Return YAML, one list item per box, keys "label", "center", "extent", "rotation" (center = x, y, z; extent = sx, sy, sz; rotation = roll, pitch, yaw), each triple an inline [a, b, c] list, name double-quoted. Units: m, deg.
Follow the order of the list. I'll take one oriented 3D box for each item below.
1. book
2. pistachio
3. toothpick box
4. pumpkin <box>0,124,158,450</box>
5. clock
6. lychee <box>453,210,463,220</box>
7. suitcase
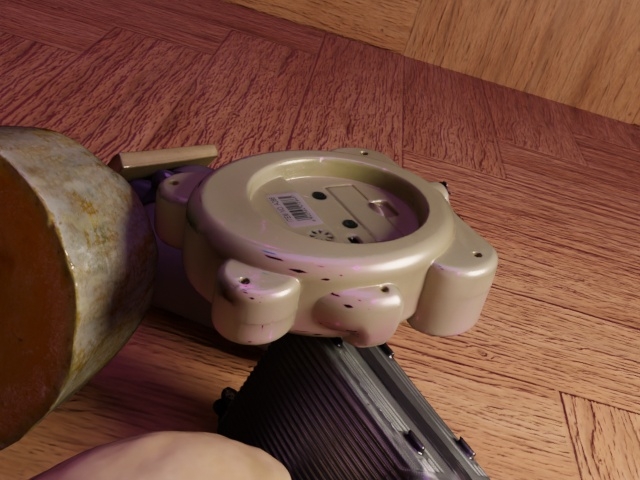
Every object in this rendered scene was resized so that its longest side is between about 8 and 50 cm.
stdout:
- label: "book"
  center: [-0.267, -0.067, 1.157]
  extent: [0.161, 0.231, 0.026]
  rotation: [-14, 76, -44]
- label: "pistachio"
  center: [-0.159, 0.269, 0.661]
  extent: [0.318, 0.193, 0.214]
  rotation: [-17, 35, -34]
- label: "toothpick box"
  center: [-0.116, 0.013, 1.081]
  extent: [0.316, 0.229, 0.229]
  rotation: [21, 29, 6]
- label: "pumpkin"
  center: [-0.337, 0.037, 0.858]
  extent: [0.332, 0.332, 0.199]
  rotation: [25, 17, 13]
- label: "clock"
  center: [0.000, 0.000, 0.865]
  extent: [0.309, 0.114, 0.284]
  rotation: [-8, 38, -29]
- label: "lychee"
  center: [0.156, 0.028, 1.271]
  extent: [0.188, 0.188, 0.188]
  rotation: [13, 30, -8]
- label: "suitcase"
  center: [0.018, 0.217, 0.831]
  extent: [0.128, 0.202, 0.312]
  rotation: [18, 23, -43]
